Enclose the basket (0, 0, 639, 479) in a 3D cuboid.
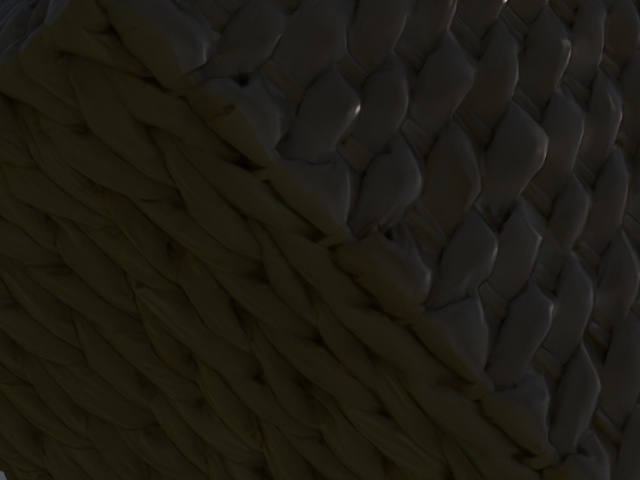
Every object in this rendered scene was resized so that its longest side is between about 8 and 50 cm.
[{"bbox_3d":[0.000,0.000,0.771,0.266,0.331,0.328,-33,-73,36],"label":"basket"}]
